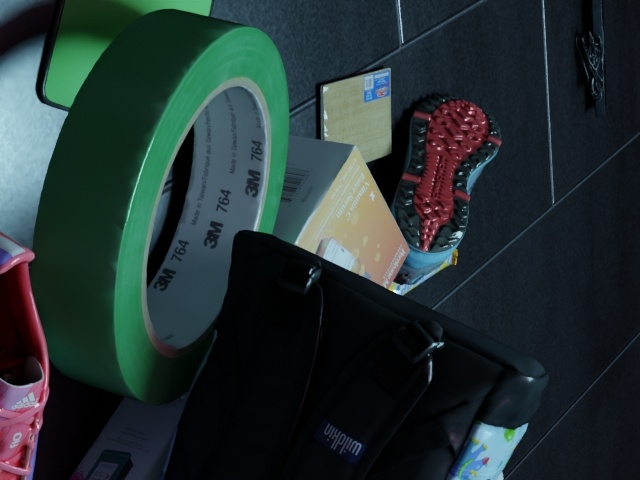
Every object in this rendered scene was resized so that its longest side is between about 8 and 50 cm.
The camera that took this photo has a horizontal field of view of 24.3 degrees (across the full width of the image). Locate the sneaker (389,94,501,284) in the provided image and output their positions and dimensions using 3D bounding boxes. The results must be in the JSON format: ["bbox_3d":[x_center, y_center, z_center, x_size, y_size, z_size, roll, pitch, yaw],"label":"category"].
[{"bbox_3d":[0.119,-0.057,1.666,0.261,0.104,0.125,-63,180,-42],"label":"sneaker"}]

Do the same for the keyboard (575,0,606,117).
[{"bbox_3d":[0.366,-0.263,2.016,0.100,0.038,0.192,-65,150,-62],"label":"keyboard"}]

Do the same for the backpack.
[{"bbox_3d":[0.003,0.211,1.248,0.355,0.290,0.273,-65,158,-2],"label":"backpack"}]

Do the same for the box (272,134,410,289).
[{"bbox_3d":[0.000,0.000,1.486,0.130,0.091,0.170,-60,142,-26],"label":"box"}]

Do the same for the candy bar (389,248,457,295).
[{"bbox_3d":[0.114,0.035,1.730,0.161,0.018,0.040,-28,122,-48],"label":"candy bar"}]

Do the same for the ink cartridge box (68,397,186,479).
[{"bbox_3d":[-0.173,0.262,1.318,0.231,0.078,0.134,-58,141,-28],"label":"ink cartridge box"}]

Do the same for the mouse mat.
[{"bbox_3d":[-0.162,-0.171,1.277,0.190,0.007,0.152,17,85,-57],"label":"mouse mat"}]

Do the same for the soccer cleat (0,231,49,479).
[{"bbox_3d":[-0.255,0.137,1.126,0.109,0.116,0.318,-26,120,-50],"label":"soccer cleat"}]

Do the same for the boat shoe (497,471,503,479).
[{"bbox_3d":[0.110,0.386,1.763,0.091,0.114,0.302,27,80,-13],"label":"boat shoe"}]

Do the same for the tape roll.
[{"bbox_3d":[-0.123,-0.027,1.233,0.321,0.077,0.321,16,90,-73],"label":"tape roll"}]

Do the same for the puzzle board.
[{"bbox_3d":[0.037,-0.127,1.577,0.128,0.011,0.096,-23,116,-52],"label":"puzzle board"}]
